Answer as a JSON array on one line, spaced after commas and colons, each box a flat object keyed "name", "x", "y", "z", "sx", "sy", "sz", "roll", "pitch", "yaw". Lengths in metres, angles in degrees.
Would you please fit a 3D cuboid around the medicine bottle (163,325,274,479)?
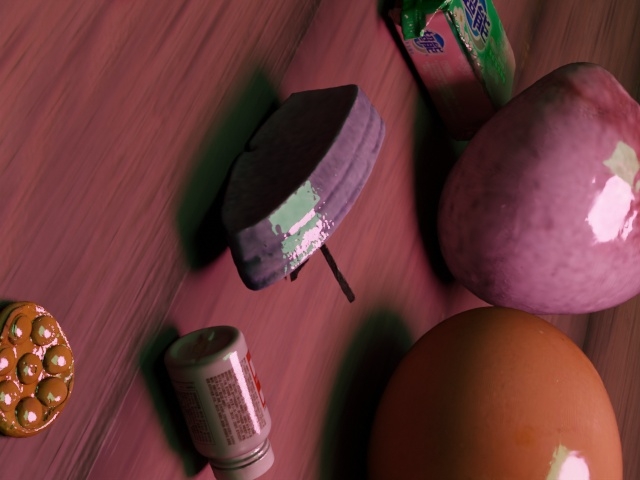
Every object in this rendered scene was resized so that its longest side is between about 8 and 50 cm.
[{"name": "medicine bottle", "x": -0.092, "y": 0.158, "z": 1.316, "sx": 0.079, "sy": 0.079, "sz": 0.140, "roll": -49, "pitch": 128, "yaw": -54}]

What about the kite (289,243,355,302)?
[{"name": "kite", "x": 0.000, "y": 0.000, "z": 1.487, "sx": 0.005, "sy": 0.137, "sz": 0.152, "roll": -9, "pitch": 51, "yaw": -46}]

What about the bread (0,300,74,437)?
[{"name": "bread", "x": -0.236, "y": 0.103, "z": 1.107, "sx": 0.110, "sy": 0.024, "sz": 0.110, "roll": 21, "pitch": 66, "yaw": -60}]

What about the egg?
[{"name": "egg", "x": 0.204, "y": 0.257, "z": 1.633, "sx": 0.301, "sy": 0.301, "sz": 0.374, "roll": 56, "pitch": 31, "yaw": -43}]

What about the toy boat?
[{"name": "toy boat", "x": -0.024, "y": -0.059, "z": 1.431, "sx": 0.283, "sy": 0.127, "sz": 0.078, "roll": -60, "pitch": 137, "yaw": -44}]

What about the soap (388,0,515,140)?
[{"name": "soap", "x": 0.187, "y": -0.281, "z": 1.908, "sx": 0.273, "sy": 0.098, "sz": 0.217, "roll": 57, "pitch": 32, "yaw": -46}]

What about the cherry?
[{"name": "cherry", "x": 0.312, "y": -0.054, "z": 1.872, "sx": 0.291, "sy": 0.326, "sz": 0.335, "roll": -103, "pitch": 173, "yaw": -51}]
